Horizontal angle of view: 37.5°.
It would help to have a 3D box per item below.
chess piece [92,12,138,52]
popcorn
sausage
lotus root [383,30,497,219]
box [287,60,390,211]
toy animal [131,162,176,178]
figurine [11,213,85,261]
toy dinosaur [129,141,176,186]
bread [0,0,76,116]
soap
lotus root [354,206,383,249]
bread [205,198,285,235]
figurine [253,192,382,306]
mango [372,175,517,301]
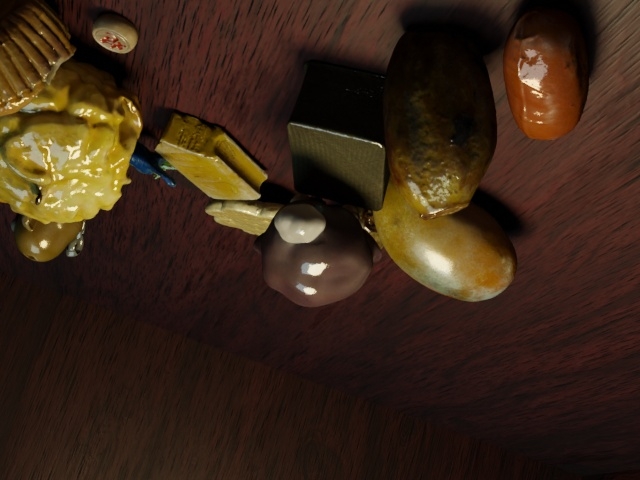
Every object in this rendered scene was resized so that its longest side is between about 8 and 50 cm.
[{"bbox_3d":[-0.377,-0.380,1.727,0.083,0.038,0.084,15,161,5],"label":"chess piece"},{"bbox_3d":[-0.533,-0.223,1.893,0.349,0.382,0.349,-16,137,-15],"label":"popcorn"},{"bbox_3d":[0.335,-0.240,1.400,0.133,0.133,0.258,9,157,20],"label":"sausage"},{"bbox_3d":[0.190,-0.178,1.475,0.193,0.291,0.193,2,170,0],"label":"lotus root"},{"bbox_3d":[0.045,-0.187,1.737,0.184,0.143,0.273,14,158,9],"label":"box"},{"bbox_3d":[-0.373,-0.174,2.238,0.217,0.041,0.075,8,156,11],"label":"toy animal"},{"bbox_3d":[-0.663,-0.082,2.351,0.167,0.285,0.342,0,155,33],"label":"figurine"},{"bbox_3d":[-0.413,-0.195,2.066,0.247,0.075,0.188,36,-176,-6],"label":"toy dinosaur"},{"bbox_3d":[-0.586,-0.344,1.677,0.274,0.274,0.149,10,149,18],"label":"bread"},{"bbox_3d":[-0.250,-0.182,2.060,0.160,0.080,0.257,3,155,35],"label":"soap"},{"bbox_3d":[0.082,-0.013,2.152,0.145,0.128,0.260,-15,169,-19],"label":"lotus root"},{"bbox_3d":[-0.125,-0.049,2.275,0.316,0.054,0.316,13,171,2],"label":"bread"},{"bbox_3d":[0.012,-0.016,1.852,0.218,0.365,0.206,35,119,-6],"label":"figurine"},{"bbox_3d":[0.251,-0.008,1.962,0.384,0.199,0.221,42,156,-23],"label":"mango"}]
